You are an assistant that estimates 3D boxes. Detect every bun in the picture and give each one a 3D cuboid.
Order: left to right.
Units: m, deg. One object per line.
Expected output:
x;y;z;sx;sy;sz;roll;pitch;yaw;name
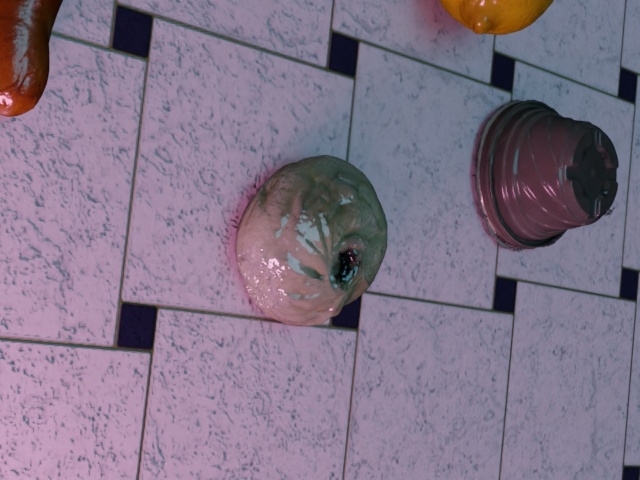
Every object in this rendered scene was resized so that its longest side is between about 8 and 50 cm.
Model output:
0.002;-0.002;1.546;0.221;0.108;0.221;0;90;-43;bun

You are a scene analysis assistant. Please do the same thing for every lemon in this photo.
0.244;-0.385;1.722;0.187;0.187;0.244;35;65;-38;lemon

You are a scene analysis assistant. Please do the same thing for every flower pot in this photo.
0.347;-0.097;1.853;0.235;0.141;0.235;-3;95;-43;flower pot

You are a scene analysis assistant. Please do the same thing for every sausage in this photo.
-0.283;-0.270;1.296;0.103;0.076;0.302;38;65;-36;sausage
